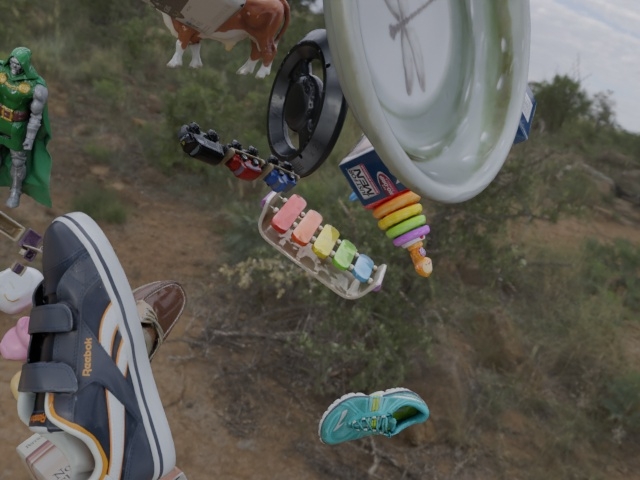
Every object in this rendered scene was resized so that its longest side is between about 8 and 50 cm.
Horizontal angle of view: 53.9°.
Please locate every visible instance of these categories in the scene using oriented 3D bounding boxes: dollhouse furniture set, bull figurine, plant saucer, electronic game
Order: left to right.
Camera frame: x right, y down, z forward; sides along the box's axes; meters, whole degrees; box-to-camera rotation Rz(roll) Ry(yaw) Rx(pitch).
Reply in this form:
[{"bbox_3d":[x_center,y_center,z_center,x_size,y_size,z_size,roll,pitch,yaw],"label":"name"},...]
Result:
[{"bbox_3d":[-0.579,0.008,1.200,0.081,0.091,0.114,12,-25,38],"label":"dollhouse furniture set"},{"bbox_3d":[-0.220,-0.436,1.266,0.310,0.188,0.101,9,16,4],"label":"bull figurine"},{"bbox_3d":[-0.022,-0.210,0.974,0.048,0.229,0.229,8,21,-31],"label":"electronic game"},{"bbox_3d":[0.107,-0.240,0.672,0.100,0.400,0.400,5,6,39],"label":"plant saucer"}]

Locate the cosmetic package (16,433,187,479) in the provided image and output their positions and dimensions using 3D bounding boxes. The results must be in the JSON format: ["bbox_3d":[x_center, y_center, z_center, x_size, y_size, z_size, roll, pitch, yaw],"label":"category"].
[{"bbox_3d":[-0.345,0.396,1.023,0.296,0.129,0.153,15,40,40],"label":"cosmetic package"}]

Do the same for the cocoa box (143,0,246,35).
[{"bbox_3d":[-0.173,-0.516,0.889,0.228,0.347,0.231,23,-1,-23],"label":"cocoa box"}]

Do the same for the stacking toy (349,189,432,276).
[{"bbox_3d":[0.228,-0.041,1.701,0.175,0.166,0.302,-17,80,-49],"label":"stacking toy"}]

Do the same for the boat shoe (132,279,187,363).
[{"bbox_3d":[-0.322,0.174,1.084,0.116,0.123,0.324,-14,24,33],"label":"boat shoe"}]

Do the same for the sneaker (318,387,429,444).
[{"bbox_3d":[0.126,0.413,1.473,0.275,0.107,0.110,-12,14,-20],"label":"sneaker"}]

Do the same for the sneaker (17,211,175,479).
[{"bbox_3d":[-0.266,0.130,0.688,0.127,0.321,0.126,-17,-2,-41],"label":"sneaker"}]

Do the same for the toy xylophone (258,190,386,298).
[{"bbox_3d":[0.000,0.000,1.407,0.322,0.081,0.236,34,24,-9],"label":"toy xylophone"}]

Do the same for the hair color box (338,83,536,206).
[{"bbox_3d":[0.220,-0.201,1.202,0.105,0.347,0.174,56,36,-17],"label":"hair color box"}]

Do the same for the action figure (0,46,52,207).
[{"bbox_3d":[-0.412,-0.152,0.835,0.137,0.232,0.063,21,34,-10],"label":"action figure"}]

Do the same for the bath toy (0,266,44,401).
[{"bbox_3d":[-0.602,0.222,1.334,0.151,0.129,0.348,-23,74,-28],"label":"bath toy"}]

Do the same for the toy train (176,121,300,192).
[{"bbox_3d":[-0.078,-0.080,0.650,0.158,0.027,0.036,17,45,-46],"label":"toy train"}]
